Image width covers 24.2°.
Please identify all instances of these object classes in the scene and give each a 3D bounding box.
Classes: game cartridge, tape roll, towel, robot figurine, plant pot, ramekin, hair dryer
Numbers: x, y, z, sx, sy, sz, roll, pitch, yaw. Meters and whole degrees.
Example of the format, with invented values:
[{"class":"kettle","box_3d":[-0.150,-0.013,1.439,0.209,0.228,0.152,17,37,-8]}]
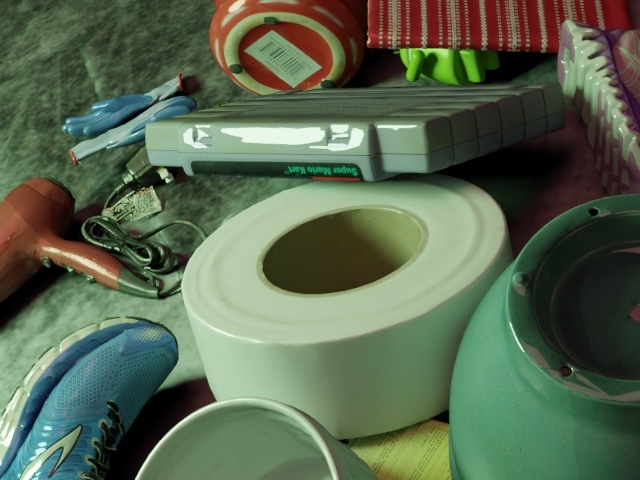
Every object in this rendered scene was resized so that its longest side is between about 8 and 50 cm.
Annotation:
[{"class":"game cartridge","box_3d":[0.026,-0.106,1.442,0.355,0.068,0.230,4,20,42]},{"class":"tape roll","box_3d":[0.029,0.046,1.285,0.286,0.100,0.286,-12,28,6]},{"class":"towel","box_3d":[0.186,-0.256,1.558,0.275,0.031,0.198,2,43,1]},{"class":"robot figurine","box_3d":[0.132,-0.201,1.577,0.115,0.067,0.101,21,54,42]},{"class":"plant pot","box_3d":[0.225,0.091,1.046,0.293,0.196,0.293,-6,51,8]},{"class":"ramekin","box_3d":[-0.041,0.230,1.128,0.207,0.109,0.207,-14,62,30]},{"class":"hair dryer","box_3d":[-0.273,0.004,1.583,0.294,0.080,0.223,-27,39,3]},{"class":"plant pot","box_3d":[-0.027,-0.263,1.648,0.191,0.191,0.174,-12,47,20]}]

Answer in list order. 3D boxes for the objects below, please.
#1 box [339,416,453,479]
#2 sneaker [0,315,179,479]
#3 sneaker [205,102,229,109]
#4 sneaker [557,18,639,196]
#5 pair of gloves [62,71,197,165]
[{"class":"box","box_3d":[0.039,0.182,1.218,0.232,0.058,0.087,10,52,37]},{"class":"sneaker","box_3d":[-0.221,0.212,1.312,0.147,0.129,0.330,24,63,28]},{"class":"sneaker","box_3d":[-0.103,-0.144,1.684,0.083,0.031,0.035,-11,41,21]},{"class":"sneaker","box_3d":[0.297,-0.126,1.389,0.105,0.095,0.236,-5,44,-6]},{"class":"pair of gloves","box_3d":[-0.222,-0.143,1.724,0.159,0.023,0.198,-25,22,-1]}]
